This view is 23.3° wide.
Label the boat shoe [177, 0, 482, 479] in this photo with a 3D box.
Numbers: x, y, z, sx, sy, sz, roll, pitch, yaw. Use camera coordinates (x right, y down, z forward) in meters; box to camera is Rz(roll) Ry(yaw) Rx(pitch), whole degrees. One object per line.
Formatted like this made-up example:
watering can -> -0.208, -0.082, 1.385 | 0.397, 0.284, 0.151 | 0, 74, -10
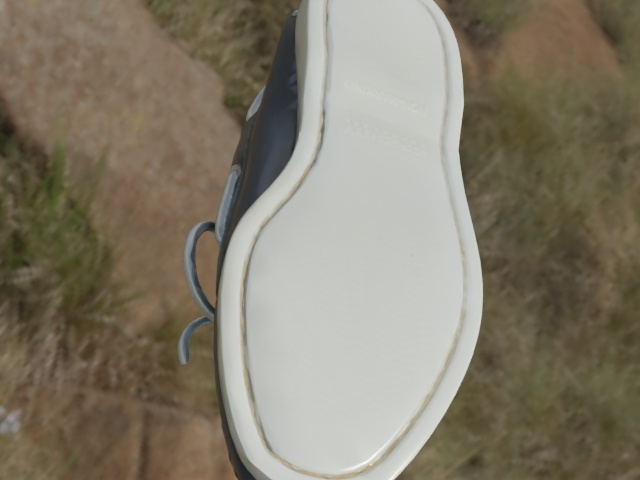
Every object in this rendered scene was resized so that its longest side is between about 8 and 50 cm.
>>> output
boat shoe -> 0.000, 0.000, 0.573 | 0.095, 0.079, 0.254 | 16, 46, -16
